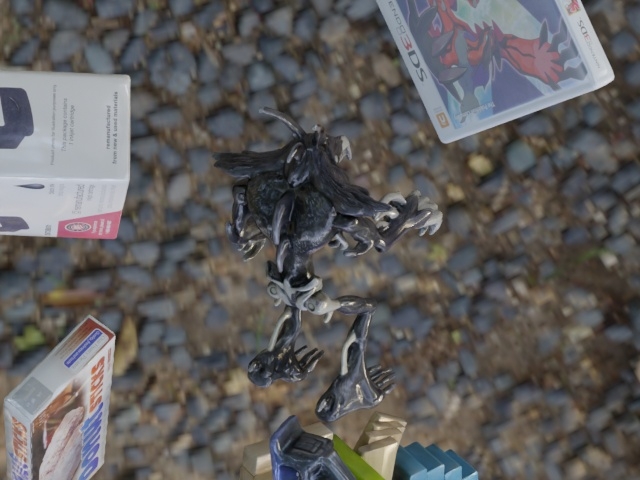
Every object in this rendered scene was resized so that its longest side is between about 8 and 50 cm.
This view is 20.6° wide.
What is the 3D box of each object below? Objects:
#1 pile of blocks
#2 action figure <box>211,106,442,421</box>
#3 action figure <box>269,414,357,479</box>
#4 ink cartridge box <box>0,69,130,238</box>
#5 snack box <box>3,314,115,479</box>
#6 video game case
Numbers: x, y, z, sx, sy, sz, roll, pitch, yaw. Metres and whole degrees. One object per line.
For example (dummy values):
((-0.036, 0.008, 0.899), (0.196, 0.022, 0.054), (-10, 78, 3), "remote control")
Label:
((0.081, 0.253, 1.613), (0.362, 0.112, 0.149), (14, 107, -45), "pile of blocks")
((0.000, 0.000, 1.407), (0.164, 0.141, 0.276), (15, 127, 22), "action figure")
((0.004, 0.283, 0.944), (0.178, 0.330, 0.341), (-34, 123, -43), "action figure")
((-0.285, -0.073, 1.496), (0.237, 0.172, 0.100), (2, 73, -10), "ink cartridge box")
((-0.142, 0.104, 0.952), (0.022, 0.064, 0.178), (37, 153, 11), "snack box")
((0.105, -0.171, 1.242), (0.023, 0.201, 0.183), (-28, 95, -28), "video game case")
